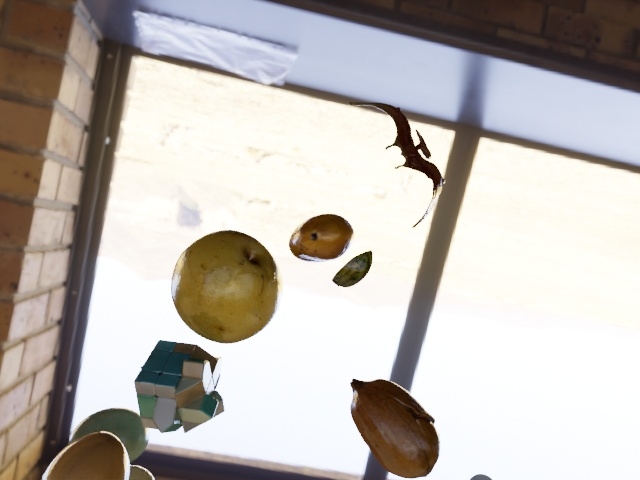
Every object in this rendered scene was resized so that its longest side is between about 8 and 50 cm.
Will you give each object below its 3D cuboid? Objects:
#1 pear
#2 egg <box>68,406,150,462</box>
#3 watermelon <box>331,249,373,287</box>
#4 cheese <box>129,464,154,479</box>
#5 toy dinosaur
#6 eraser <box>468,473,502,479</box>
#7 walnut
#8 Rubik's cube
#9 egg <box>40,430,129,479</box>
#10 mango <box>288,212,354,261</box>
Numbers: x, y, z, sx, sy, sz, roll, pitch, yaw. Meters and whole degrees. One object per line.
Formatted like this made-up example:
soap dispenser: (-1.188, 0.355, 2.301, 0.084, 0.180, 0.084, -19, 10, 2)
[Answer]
pear: (-0.275, 0.136, 1.937, 0.348, 0.348, 0.348, 11, 179, 0)
egg: (-0.595, 0.560, 1.847, 0.231, 0.168, 0.168, -1, -172, -42)
watermelon: (0.108, 0.103, 2.081, 0.069, 0.163, 0.087, 52, -167, 13)
cheese: (-0.658, 0.855, 2.142, 0.174, 0.247, 0.251, 28, 162, -14)
toy dinosaur: (0.194, -0.220, 1.647, 0.113, 0.206, 0.327, -30, 115, 35)
eraser: (0.395, 0.674, 1.650, 0.081, 0.174, 0.227, 38, 177, 31)
walnut: (0.204, 0.522, 1.866, 0.336, 0.209, 0.209, 47, -171, 14)
Rubik's cube: (-0.376, 0.406, 1.791, 0.213, 0.224, 0.265, 7, -146, 8)
egg: (-0.571, 0.591, 1.605, 0.201, 0.244, 0.201, 17, 149, 10)
mango: (0.000, 0.000, 1.524, 0.147, 0.109, 0.227, -17, 175, -13)
